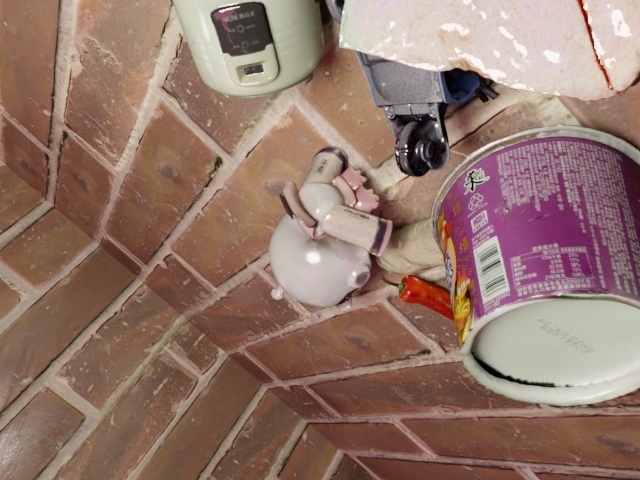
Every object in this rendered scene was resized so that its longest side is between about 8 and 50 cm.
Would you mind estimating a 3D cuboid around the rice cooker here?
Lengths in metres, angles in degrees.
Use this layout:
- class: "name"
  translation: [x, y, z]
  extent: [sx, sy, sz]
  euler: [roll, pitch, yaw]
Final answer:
- class: "rice cooker"
  translation: [-0.104, -0.349, 0.716]
  extent: [0.226, 0.226, 0.244]
  euler: [17, 139, 27]

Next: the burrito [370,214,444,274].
- class: "burrito"
  translation: [0.234, 0.001, 0.960]
  extent: [0.117, 0.076, 0.392]
  euler: [42, 148, -17]

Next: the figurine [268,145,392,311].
- class: "figurine"
  translation: [-0.002, -0.008, 1.042]
  extent: [0.211, 0.253, 0.361]
  euler: [-8, 150, -13]

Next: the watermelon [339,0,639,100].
- class: "watermelon"
  translation: [0.229, -0.261, 0.441]
  extent: [0.292, 0.222, 0.319]
  euler: [31, 107, 23]

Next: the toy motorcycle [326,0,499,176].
- class: "toy motorcycle"
  translation: [0.130, -0.262, 0.628]
  extent: [0.125, 0.212, 0.358]
  euler: [12, 136, 41]

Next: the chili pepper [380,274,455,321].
- class: "chili pepper"
  translation: [0.253, 0.133, 1.096]
  extent: [0.272, 0.063, 0.071]
  euler: [26, 158, -10]

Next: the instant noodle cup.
- class: "instant noodle cup"
  translation: [0.326, 0.054, 0.686]
  extent: [0.340, 0.266, 0.340]
  euler: [6, 136, 6]
